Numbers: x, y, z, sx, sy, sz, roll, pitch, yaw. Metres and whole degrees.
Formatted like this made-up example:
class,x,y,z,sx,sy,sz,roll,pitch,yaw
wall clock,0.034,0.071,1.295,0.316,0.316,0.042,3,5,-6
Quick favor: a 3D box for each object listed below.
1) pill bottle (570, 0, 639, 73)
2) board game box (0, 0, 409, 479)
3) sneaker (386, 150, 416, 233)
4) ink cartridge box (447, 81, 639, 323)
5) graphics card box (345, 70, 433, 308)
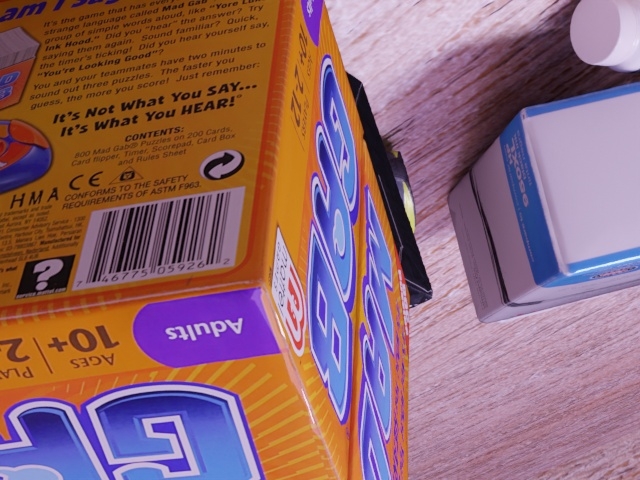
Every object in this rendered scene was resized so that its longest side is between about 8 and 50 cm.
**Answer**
class,x,y,z,sx,sy,sz,roll,pitch,yaw
pill bottle,0.303,-0.193,1.341,0.137,0.078,0.078,-2,154,-33
board game box,-0.146,0.061,1.003,0.356,0.356,0.356,-9,130,12
sneaker,0.000,0.000,1.555,0.121,0.111,0.300,2,150,-31
ink cartridge box,0.312,-0.041,1.492,0.285,0.166,0.395,-13,172,-7
graphics card box,-0.100,0.017,1.344,0.371,0.233,0.094,-25,157,21
